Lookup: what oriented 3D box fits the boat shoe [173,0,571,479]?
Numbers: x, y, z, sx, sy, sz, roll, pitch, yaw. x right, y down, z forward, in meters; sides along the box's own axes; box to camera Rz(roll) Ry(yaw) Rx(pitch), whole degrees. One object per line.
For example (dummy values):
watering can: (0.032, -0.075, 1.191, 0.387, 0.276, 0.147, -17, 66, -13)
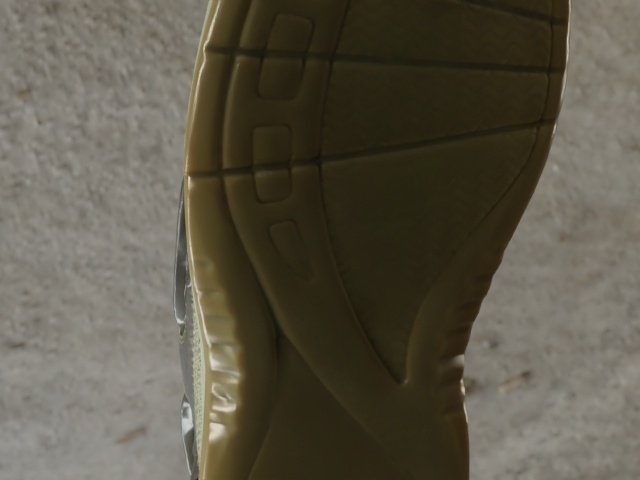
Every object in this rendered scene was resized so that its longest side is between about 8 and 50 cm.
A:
boat shoe: (0.001, 0.001, 0.350, 0.080, 0.073, 0.223, 1, 104, -16)
